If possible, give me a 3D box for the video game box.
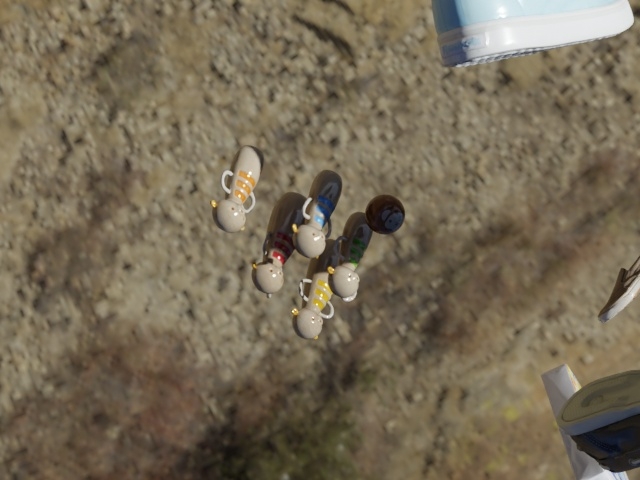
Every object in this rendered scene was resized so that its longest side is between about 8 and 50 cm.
[{"bbox_3d":[0.380,0.301,2.134,0.048,0.205,0.187,-25,130,11],"label":"video game box"}]

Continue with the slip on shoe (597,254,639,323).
[{"bbox_3d":[0.418,0.054,2.084,0.135,0.041,0.051,-48,168,12],"label":"slip on shoe"}]

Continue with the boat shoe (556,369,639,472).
[{"bbox_3d":[0.306,0.146,1.283,0.079,0.233,0.084,55,50,-12],"label":"boat shoe"}]

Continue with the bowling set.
[{"bbox_3d":[0.000,0.000,2.039,0.200,0.154,0.287,-7,141,38],"label":"bowling set"}]

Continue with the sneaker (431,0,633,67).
[{"bbox_3d":[0.243,-0.286,1.726,0.135,0.150,0.366,-8,-174,33],"label":"sneaker"}]
